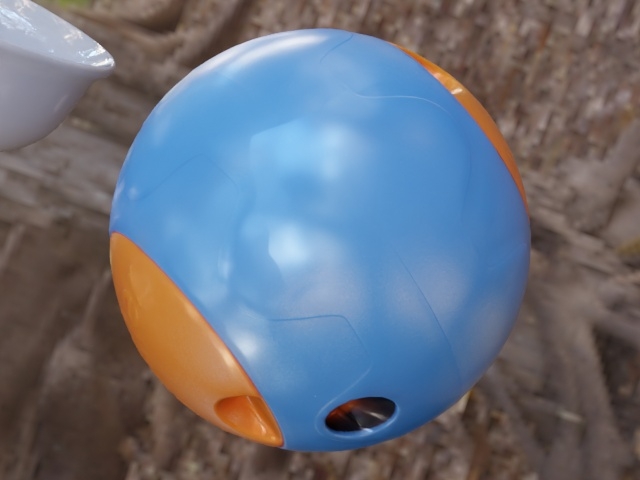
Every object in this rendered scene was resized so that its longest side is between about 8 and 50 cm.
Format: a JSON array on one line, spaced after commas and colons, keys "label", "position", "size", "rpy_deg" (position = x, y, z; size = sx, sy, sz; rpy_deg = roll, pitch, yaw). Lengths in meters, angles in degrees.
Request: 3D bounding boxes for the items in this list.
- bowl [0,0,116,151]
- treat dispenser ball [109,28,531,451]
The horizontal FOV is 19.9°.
[{"label": "bowl", "position": [-0.325, -0.145, 1.458], "size": [0.134, 0.298, 0.298], "rpy_deg": [-64, 14, 11]}, {"label": "treat dispenser ball", "position": [0.000, 0.000, 1.244], "size": [0.288, 0.288, 0.288], "rpy_deg": [-161, 90, -77]}]
